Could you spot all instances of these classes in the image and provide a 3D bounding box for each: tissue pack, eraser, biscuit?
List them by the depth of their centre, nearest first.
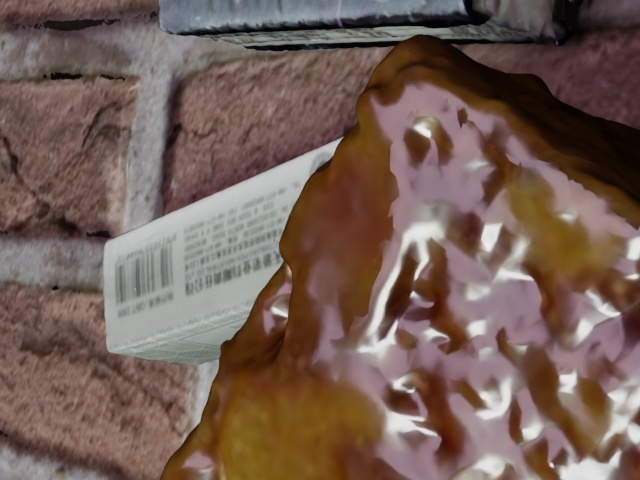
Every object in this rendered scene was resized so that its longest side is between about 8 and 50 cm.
[{"bbox_3d":[0.134,0.125,0.887,0.395,0.166,0.342,40,117,27],"label":"biscuit"},{"bbox_3d":[0.031,-0.262,1.186,0.361,0.122,0.259,5,85,53],"label":"tissue pack"},{"bbox_3d":[0.000,0.000,1.186,0.404,0.096,0.098,-19,67,47],"label":"eraser"}]
